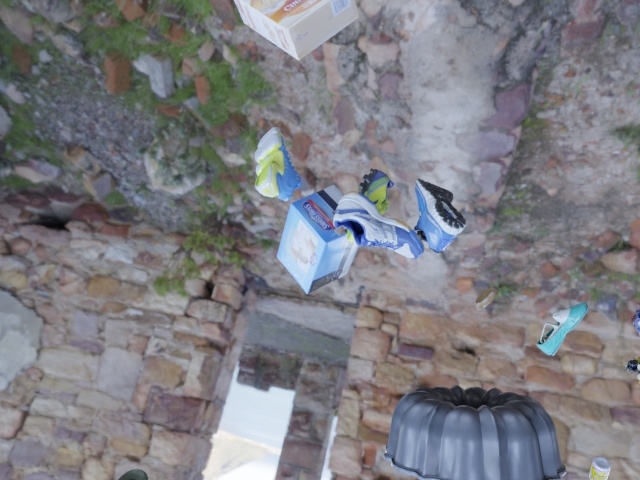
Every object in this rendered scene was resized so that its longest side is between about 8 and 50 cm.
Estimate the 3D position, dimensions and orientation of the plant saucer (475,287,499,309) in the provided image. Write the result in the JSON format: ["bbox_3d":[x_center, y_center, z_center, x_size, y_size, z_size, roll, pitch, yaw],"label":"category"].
[{"bbox_3d":[0.445,0.154,1.492,0.015,0.083,0.083,45,153,-2],"label":"plant saucer"}]

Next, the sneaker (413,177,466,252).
[{"bbox_3d":[0.337,-0.078,1.710,0.130,0.330,0.147,20,120,-12],"label":"sneaker"}]

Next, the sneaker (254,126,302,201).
[{"bbox_3d":[-0.115,-0.203,1.545,0.091,0.240,0.126,-27,134,37],"label":"sneaker"}]

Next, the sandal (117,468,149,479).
[{"bbox_3d":[-0.546,0.690,1.440,0.120,0.086,0.303,3,-163,3],"label":"sandal"}]

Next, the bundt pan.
[{"bbox_3d":[0.284,0.353,1.047,0.331,0.124,0.331,1,175,0],"label":"bundt pan"}]

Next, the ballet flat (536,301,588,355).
[{"bbox_3d":[0.886,0.317,2.053,0.087,0.247,0.083,28,-158,5],"label":"ballet flat"}]

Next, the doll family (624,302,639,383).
[{"bbox_3d":[0.667,0.227,1.127,0.076,0.193,0.111,7,-175,27],"label":"doll family"}]

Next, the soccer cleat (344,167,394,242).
[{"bbox_3d":[0.165,-0.106,1.779,0.121,0.289,0.093,30,149,-12],"label":"soccer cleat"}]

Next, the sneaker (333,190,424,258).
[{"bbox_3d":[0.166,-0.014,1.640,0.296,0.131,0.112,33,148,-3],"label":"sneaker"}]

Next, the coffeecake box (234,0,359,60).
[{"bbox_3d":[-0.047,-0.424,0.998,0.185,0.142,0.068,44,167,34],"label":"coffeecake box"}]

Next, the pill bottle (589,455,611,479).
[{"bbox_3d":[0.736,0.613,1.462,0.043,0.043,0.083,6,123,18],"label":"pill bottle"}]

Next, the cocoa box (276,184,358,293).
[{"bbox_3d":[0.000,0.000,2.204,0.231,0.228,0.347,49,145,24],"label":"cocoa box"}]
